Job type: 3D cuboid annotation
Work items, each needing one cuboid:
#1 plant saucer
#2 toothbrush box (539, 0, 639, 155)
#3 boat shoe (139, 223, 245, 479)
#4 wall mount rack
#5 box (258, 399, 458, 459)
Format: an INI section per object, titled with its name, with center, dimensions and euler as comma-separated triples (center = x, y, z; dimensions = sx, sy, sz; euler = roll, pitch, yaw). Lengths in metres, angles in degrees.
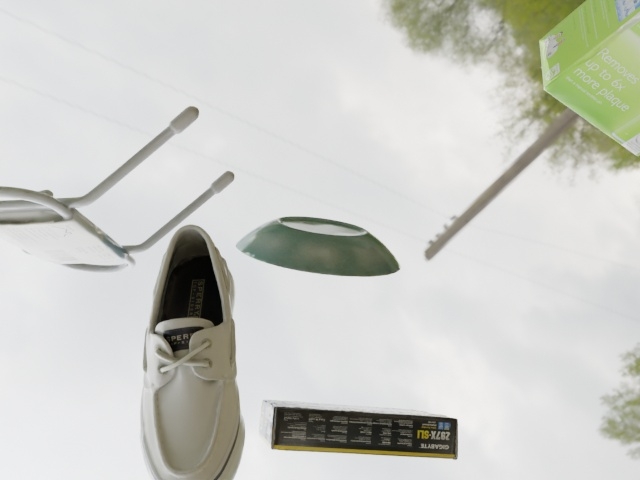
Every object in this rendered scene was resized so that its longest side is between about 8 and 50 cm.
[plant saucer]
center = 0.000, 0.000, 0.908
dimensions = 0.195, 0.037, 0.195
euler = 8, -170, -1
[toothbrush box]
center = 0.481, -0.278, 1.078
dimensions = 0.206, 0.283, 0.122
euler = 29, -134, -23
[boat shoe]
center = -0.119, 0.100, 0.683
dimensions = 0.095, 0.084, 0.258
euler = -10, -129, -2
[wall mount rack]
center = -0.279, -0.057, 0.979
dimensions = 0.350, 0.304, 0.130
euler = 70, -162, -74
[box]
center = 0.057, 0.342, 1.423
dimensions = 0.322, 0.257, 0.079
euler = 6, -98, -9
